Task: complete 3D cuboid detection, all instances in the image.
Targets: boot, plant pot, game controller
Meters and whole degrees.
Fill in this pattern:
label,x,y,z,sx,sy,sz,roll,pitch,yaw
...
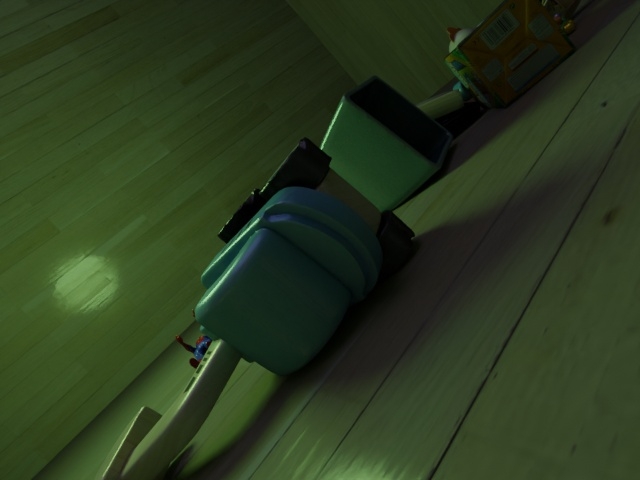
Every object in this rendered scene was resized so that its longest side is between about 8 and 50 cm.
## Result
label,x,y,z,sx,sy,sz,roll,pitch,yaw
boot,0.645,-0.676,1.149,0.262,0.095,0.203,-44,-23,16
plant pot,0.128,-0.196,0.967,0.252,0.248,0.247,-53,0,38
game controller,0.367,-0.349,1.179,0.166,0.067,0.319,-40,9,18

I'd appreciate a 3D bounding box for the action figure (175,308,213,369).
label,x,y,z,sx,sy,sz,roll,pitch,yaw
action figure,-0.362,0.284,1.165,0.091,0.139,0.280,-44,5,-16

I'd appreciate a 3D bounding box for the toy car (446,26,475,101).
label,x,y,z,sx,sy,sz,roll,pitch,yaw
toy car,0.536,-0.662,1.398,0.210,0.238,0.219,-47,9,-32

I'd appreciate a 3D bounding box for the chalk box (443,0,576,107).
label,x,y,z,sx,sy,sz,roll,pitch,yaw
chalk box,0.435,-0.450,0.983,0.180,0.179,0.289,-41,7,19

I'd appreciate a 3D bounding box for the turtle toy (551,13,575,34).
label,x,y,z,sx,sy,sz,roll,pitch,yaw
turtle toy,0.621,-0.566,1.078,0.095,0.066,0.130,-35,11,44

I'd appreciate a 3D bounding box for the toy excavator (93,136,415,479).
label,x,y,z,sx,sy,sz,roll,pitch,yaw
toy excavator,-0.116,0.130,0.573,0.433,0.222,0.445,-37,18,43

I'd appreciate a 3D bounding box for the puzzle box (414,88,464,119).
label,x,y,z,sx,sy,sz,roll,pitch,yaw
puzzle box,0.283,-0.390,1.264,0.272,0.052,0.409,-21,13,17
